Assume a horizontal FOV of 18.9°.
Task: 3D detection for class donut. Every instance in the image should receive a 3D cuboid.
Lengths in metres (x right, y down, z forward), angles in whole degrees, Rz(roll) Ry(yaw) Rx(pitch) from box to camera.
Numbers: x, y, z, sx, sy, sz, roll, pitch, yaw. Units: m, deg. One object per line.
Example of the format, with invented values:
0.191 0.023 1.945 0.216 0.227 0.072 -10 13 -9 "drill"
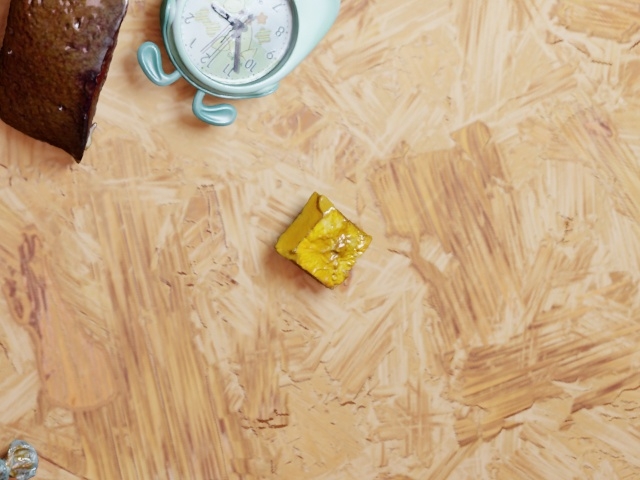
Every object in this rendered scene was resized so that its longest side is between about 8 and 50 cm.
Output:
-0.234 -0.213 1.764 0.112 0.151 0.295 10 98 -9 "donut"

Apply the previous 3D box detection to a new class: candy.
-0.359 0.242 1.861 0.182 0.046 0.053 -24 108 -14 "candy"

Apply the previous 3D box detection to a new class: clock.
-0.086 -0.210 1.851 0.148 0.060 0.188 41 87 -21 "clock"

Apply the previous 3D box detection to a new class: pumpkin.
0.000 0.000 1.924 0.074 0.054 0.083 -50 131 0 "pumpkin"
